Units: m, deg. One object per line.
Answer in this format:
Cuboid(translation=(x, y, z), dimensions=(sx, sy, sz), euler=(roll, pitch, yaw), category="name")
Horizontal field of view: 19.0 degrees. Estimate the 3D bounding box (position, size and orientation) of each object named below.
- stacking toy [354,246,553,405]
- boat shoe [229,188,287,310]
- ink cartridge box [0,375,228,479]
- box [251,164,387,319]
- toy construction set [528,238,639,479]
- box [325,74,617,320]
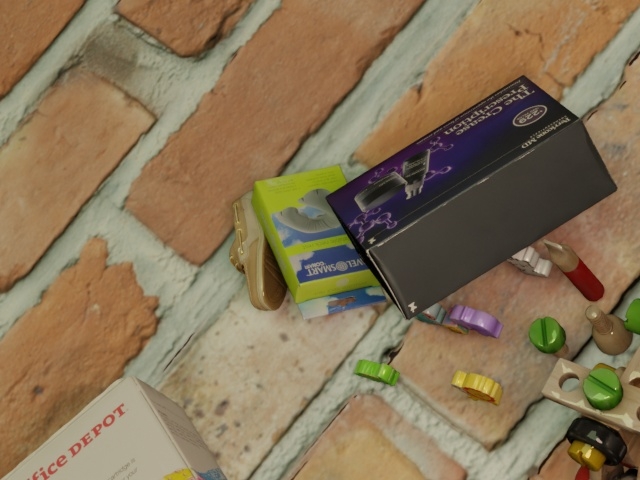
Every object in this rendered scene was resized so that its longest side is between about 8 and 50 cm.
Cuboid(translation=(0.136, 0.081, 2.063), dimensions=(0.221, 0.052, 0.167), euler=(7, 69, 48), category="stacking toy")
Cuboid(translation=(-0.077, 0.015, 2.232), dimensions=(0.059, 0.063, 0.170), euler=(-19, 50, 22), category="boat shoe")
Cuboid(translation=(-0.194, 0.337, 2.091), dimensions=(0.226, 0.131, 0.306), euler=(-40, 53, 6), category="ink cartridge box")
Cuboid(translation=(0.000, 0.000, 2.178), dimensions=(0.109, 0.042, 0.178), euler=(-12, 54, -18), category="box")
Cuboid(translation=(0.301, 0.113, 1.873), dimensions=(0.257, 0.237, 0.309), euler=(-41, 54, 5), category="toy construction set")
Cuboid(translation=(0.157, -0.050, 2.041), dimensions=(0.261, 0.103, 0.184), euler=(-32, 26, -2), category="box")
